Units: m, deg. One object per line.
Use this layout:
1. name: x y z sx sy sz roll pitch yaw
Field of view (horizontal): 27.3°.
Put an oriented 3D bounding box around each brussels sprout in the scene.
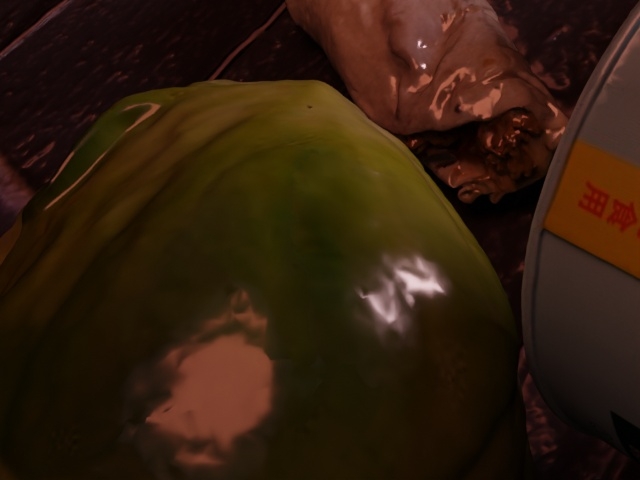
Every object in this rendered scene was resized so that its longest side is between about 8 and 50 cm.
1. brussels sprout: -0.038 0.100 0.647 0.314 0.276 0.371 -3 51 42

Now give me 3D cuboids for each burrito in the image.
1. burrito: 0.053 -0.155 0.945 0.117 0.076 0.392 -34 44 4

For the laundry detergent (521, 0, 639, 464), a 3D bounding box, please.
1. laundry detergent: 0.288 0.030 0.534 0.287 0.287 0.305 -45 48 -14
